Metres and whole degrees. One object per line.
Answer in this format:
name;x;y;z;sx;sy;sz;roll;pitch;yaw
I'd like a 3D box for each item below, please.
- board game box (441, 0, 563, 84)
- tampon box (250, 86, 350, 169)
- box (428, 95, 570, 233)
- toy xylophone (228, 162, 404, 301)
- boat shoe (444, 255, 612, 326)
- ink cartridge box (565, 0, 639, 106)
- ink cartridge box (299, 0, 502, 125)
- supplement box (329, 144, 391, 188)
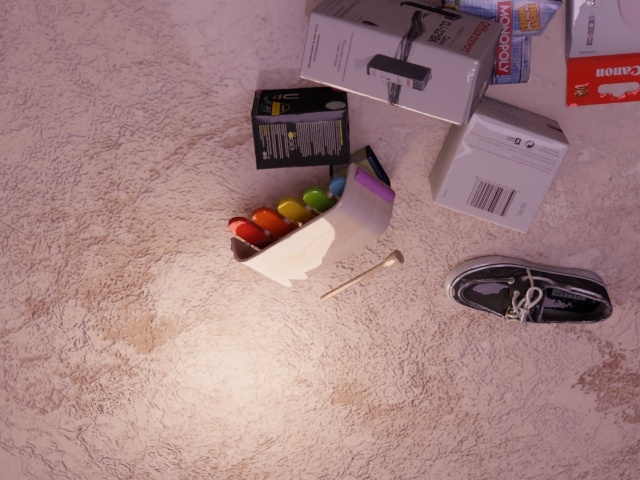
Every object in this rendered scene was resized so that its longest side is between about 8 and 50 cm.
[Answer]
board game box;0.300;-0.348;1.802;0.194;0.060;0.194;-3;117;3
tampon box;-0.031;-0.194;1.846;0.161;0.120;0.101;-3;118;2
box;0.305;-0.135;1.875;0.181;0.119;0.182;17;115;-8
toy xylophone;0.000;0.000;1.918;0.322;0.081;0.236;-24;138;26
boat shoe;0.385;0.108;2.005;0.306;0.105;0.113;9;116;-5
ink cartridge box;0.508;-0.333;1.812;0.189;0.066;0.232;-4;112;2
ink cartridge box;0.131;-0.299;1.706;0.272;0.197;0.114;19;122;11
supplement box;0.070;-0.108;1.925;0.083;0.056;0.083;-26;114;13
